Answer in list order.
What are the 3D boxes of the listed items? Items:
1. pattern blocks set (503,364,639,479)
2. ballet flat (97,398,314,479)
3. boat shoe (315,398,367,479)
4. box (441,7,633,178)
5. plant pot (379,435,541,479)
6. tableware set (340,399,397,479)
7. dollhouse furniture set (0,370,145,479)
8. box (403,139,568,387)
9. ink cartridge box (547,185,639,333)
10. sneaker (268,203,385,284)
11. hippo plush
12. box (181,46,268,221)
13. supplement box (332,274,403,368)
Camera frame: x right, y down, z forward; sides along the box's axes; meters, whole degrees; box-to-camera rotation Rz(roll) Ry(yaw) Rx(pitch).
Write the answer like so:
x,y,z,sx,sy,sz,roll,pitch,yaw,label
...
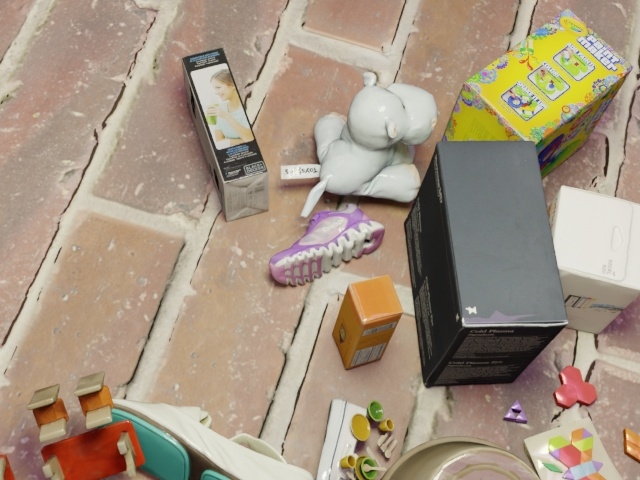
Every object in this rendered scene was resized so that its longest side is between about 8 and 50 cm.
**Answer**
x,y,z,sx,sy,sz,roll,pitch,yaw,label
0.455,0.409,1.706,0.285,0.026,0.325,-31,71,-18,pattern blocks set
-0.187,0.357,1.616,0.400,0.139,0.139,25,64,17,ballet flat
0.036,0.378,1.647,0.076,0.083,0.226,12,63,1,boat shoe
0.400,-0.239,1.864,0.279,0.290,0.177,-37,73,-19,box
0.239,0.448,1.515,0.323,0.280,0.323,1,67,-1,plant pot
0.083,0.345,1.646,0.104,0.024,0.154,57,41,-7,tableware set
-0.418,0.364,1.557,0.259,0.135,0.262,-16,101,-6,dollhouse furniture set
0.277,0.048,1.702,0.179,0.312,0.343,-1,65,-6,box
0.476,0.040,1.769,0.168,0.232,0.171,14,64,1,ink cartridge box
0.000,0.000,1.827,0.236,0.095,0.104,-24,62,-21,sneaker
0.085,-0.214,1.817,0.294,0.236,0.234,-7,52,-28,hippo plush
-0.183,-0.203,1.860,0.087,0.169,0.290,-16,68,-10,box
0.078,0.145,1.680,0.080,0.233,0.078,-13,66,-15,supplement box
